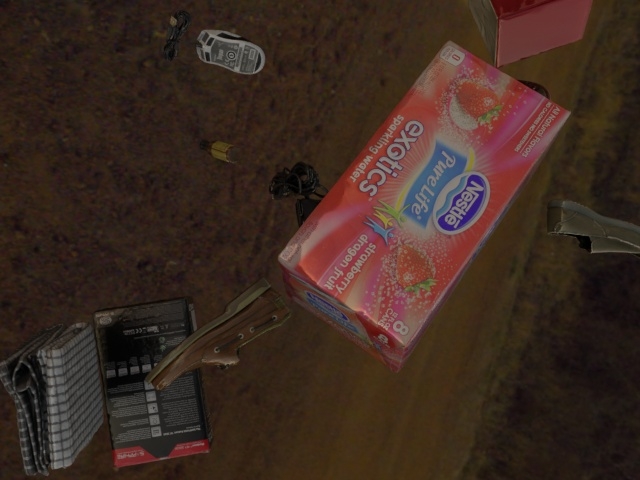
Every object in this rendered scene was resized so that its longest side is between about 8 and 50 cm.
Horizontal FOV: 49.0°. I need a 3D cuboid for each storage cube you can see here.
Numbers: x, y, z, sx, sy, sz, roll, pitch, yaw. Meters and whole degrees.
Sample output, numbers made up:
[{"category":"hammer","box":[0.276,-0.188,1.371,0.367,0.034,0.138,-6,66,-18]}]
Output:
[{"category":"storage cube","box":[0.422,-0.503,1.436,0.215,0.193,0.183,54,19,-69]}]

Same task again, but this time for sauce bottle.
[{"category":"sauce bottle","box":[-0.235,-0.211,1.627,0.042,0.128,0.042,-20,121,-37]}]

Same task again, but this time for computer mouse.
[{"category":"computer mouse","box":[0.000,0.000,1.206,0.072,0.188,0.272,-38,101,-18]},{"category":"computer mouse","box":[-0.200,-0.370,1.343,0.042,0.193,0.106,-86,-167,-51]}]

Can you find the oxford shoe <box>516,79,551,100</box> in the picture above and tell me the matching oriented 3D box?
[{"category":"oxford shoe","box":[0.429,-0.358,1.804,0.123,0.348,0.130,-58,147,-4]}]

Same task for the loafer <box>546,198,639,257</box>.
[{"category":"loafer","box":[0.596,-0.007,1.509,0.094,0.251,0.087,88,23,-83]}]

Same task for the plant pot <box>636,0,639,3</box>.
[{"category":"plant pot","box":[0.524,-0.366,0.921,0.215,0.230,0.215,-41,143,-41]}]

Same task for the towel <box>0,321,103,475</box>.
[{"category":"towel","box":[-0.517,0.298,1.368,0.283,0.121,0.235,-126,-148,-83]}]

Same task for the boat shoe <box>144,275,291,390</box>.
[{"category":"boat shoe","box":[-0.196,0.203,1.363,0.307,0.104,0.111,-39,-178,-1]}]

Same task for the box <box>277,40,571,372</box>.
[{"category":"box","box":[0.106,-0.033,0.735,0.300,0.154,0.142,-51,167,-15]}]

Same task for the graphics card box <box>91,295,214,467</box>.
[{"category":"graphics card box","box":[-0.397,0.330,1.673,0.094,0.233,0.370,175,-94,-89]}]
